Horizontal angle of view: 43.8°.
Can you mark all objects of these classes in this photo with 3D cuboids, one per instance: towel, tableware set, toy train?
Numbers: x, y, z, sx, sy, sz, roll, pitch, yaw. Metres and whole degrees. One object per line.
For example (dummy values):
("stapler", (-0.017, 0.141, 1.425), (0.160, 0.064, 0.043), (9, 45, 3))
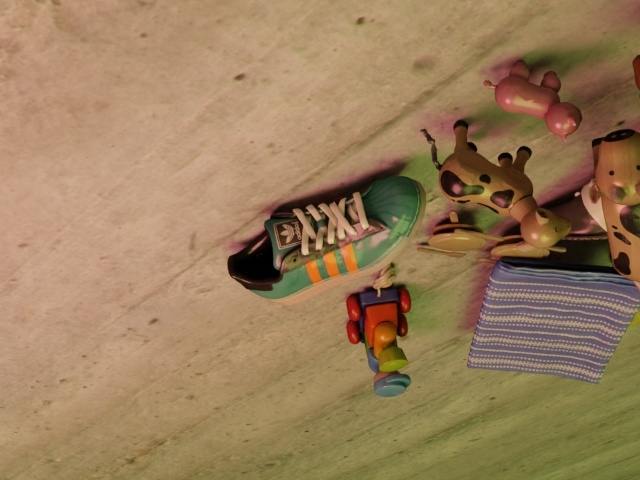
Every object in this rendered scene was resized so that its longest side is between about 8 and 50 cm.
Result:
("towel", (0.385, 0.143, 1.321), (0.244, 0.040, 0.336), (5, 143, 5))
("tableware set", (0.254, -0.003, 1.196), (0.194, 0.039, 0.128), (10, 163, -19))
("toy train", (0.104, 0.145, 1.284), (0.105, 0.143, 0.248), (-9, 147, -4))

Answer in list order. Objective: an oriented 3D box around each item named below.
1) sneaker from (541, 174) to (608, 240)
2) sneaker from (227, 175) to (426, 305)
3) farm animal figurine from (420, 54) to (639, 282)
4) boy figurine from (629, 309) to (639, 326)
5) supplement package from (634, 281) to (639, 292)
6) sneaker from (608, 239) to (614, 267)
("sneaker", (0.436, -0.079, 1.093), (0.331, 0.146, 0.123), (-11, -178, 41))
("sneaker", (0.000, 0.000, 1.072), (0.302, 0.108, 0.121), (-33, 145, 32))
("farm animal figurine", (0.327, -0.063, 0.909), (0.330, 0.172, 0.327), (-26, 120, 36))
("boy figurine", (0.522, 0.136, 1.442), (0.286, 0.092, 0.177), (-2, 143, -7))
("supplement package", (0.608, 0.055, 1.087), (0.262, 0.204, 0.145), (-42, 140, 6))
("sneaker", (0.529, 0.043, 1.292), (0.095, 0.104, 0.236), (-25, 145, 18))
